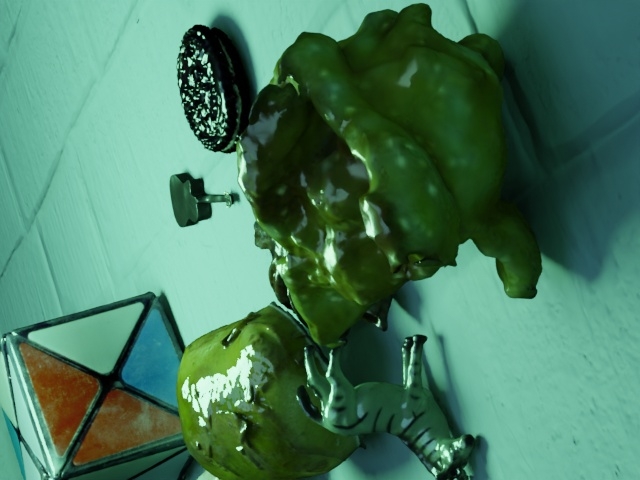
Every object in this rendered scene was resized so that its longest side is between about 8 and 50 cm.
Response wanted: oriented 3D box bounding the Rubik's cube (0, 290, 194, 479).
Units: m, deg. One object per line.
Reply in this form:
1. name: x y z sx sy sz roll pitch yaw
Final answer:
1. Rubik's cube: -0.406 0.314 2.350 0.305 0.307 0.310 65 154 18

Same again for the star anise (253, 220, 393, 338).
1. star anise: -0.008 -0.014 1.630 0.315 0.108 0.315 45 142 52

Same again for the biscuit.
1. biscuit: -0.156 -0.218 1.889 0.194 0.053 0.194 38 134 54

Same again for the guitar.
1. guitar: -0.185 -0.063 2.051 0.233 0.025 0.088 4 105 63

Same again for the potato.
1. potato: -0.084 0.224 1.716 0.246 0.196 0.300 55 165 1

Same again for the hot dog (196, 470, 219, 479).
1. hot dog: -0.101 0.342 1.921 0.252 0.069 0.131 -47 41 23

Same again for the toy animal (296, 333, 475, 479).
1. toy animal: 0.077 0.200 1.533 0.073 0.217 0.176 29 -120 -74

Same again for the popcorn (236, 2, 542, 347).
1. popcorn: 0.080 -0.062 1.276 0.321 0.326 0.290 108 -175 -66
